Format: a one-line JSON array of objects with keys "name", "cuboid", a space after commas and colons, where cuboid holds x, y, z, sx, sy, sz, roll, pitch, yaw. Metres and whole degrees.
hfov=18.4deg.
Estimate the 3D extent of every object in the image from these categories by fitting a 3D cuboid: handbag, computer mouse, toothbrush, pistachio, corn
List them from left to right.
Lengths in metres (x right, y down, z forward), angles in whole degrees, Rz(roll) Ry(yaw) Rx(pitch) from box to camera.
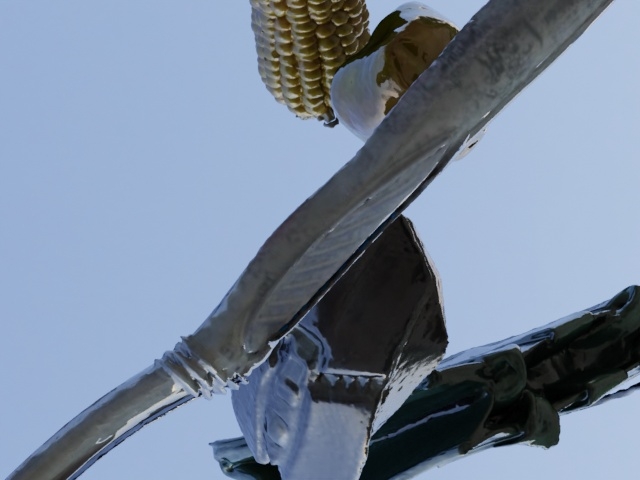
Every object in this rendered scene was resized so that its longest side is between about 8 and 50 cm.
[{"name": "corn", "cuboid": [-0.020, -0.235, 1.566, 0.102, 0.102, 0.313, -49, -36, -35]}, {"name": "toothbrush", "cuboid": [0.000, 0.000, 0.633, 0.413, 0.042, 0.035, -46, -34, -9]}, {"name": "computer mouse", "cuboid": [0.002, 0.063, 1.070, 0.062, 0.106, 0.192, -23, -34, -51]}, {"name": "pistachio", "cuboid": [0.068, -0.121, 1.492, 0.189, 0.100, 0.110, 29, -106, -65]}, {"name": "handbag", "cuboid": [0.104, 0.116, 1.378, 0.326, 0.238, 0.089, -16, -99, -49]}]
